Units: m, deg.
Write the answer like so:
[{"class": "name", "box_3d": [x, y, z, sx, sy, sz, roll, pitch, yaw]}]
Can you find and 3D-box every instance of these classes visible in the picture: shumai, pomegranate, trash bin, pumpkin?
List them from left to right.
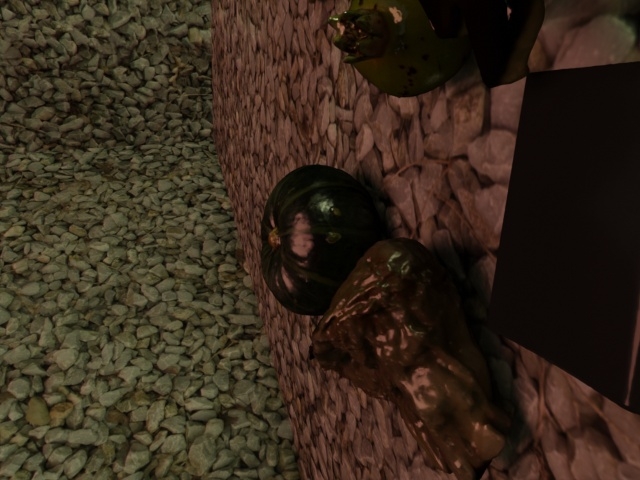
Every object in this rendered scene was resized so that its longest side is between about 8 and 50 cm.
[{"class": "pumpkin", "box_3d": [0.000, 0.000, 0.970, 0.300, 0.207, 0.300, -173, 90, -68]}, {"class": "pomegranate", "box_3d": [0.092, -0.249, 0.595, 0.159, 0.205, 0.159, 20, 121, 37]}, {"class": "shumai", "box_3d": [0.151, 0.159, 0.705, 0.283, 0.217, 0.346, 34, 149, 26]}, {"class": "trash bin", "box_3d": [0.228, -0.015, 0.386, 0.165, 0.114, 0.226, -145, 52, -66]}]

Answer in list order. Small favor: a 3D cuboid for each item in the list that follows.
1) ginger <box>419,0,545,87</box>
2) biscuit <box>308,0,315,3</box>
[{"class": "ginger", "box_3d": [0.175, -0.327, 0.358, 0.413, 0.211, 0.359, -107, 5, -57]}, {"class": "biscuit", "box_3d": [-0.070, -0.593, 1.035, 0.220, 0.033, 0.220, 52, -159, -30]}]
